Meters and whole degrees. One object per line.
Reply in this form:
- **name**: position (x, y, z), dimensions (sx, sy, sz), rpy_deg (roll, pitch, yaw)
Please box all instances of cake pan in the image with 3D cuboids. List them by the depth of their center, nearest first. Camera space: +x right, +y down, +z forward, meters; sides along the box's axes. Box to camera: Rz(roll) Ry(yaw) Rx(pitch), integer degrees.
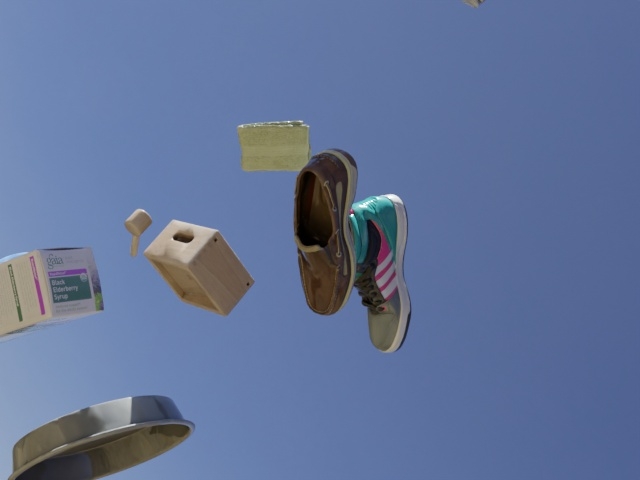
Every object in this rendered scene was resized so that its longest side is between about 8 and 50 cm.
- **cake pan**: position (-0.340, 0.312, 1.510), dimensions (0.293, 0.293, 0.054), rpy_deg (120, -46, -60)

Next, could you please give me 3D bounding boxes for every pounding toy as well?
- **pounding toy**: position (-0.235, 0.010, 1.634), dimensions (0.181, 0.094, 0.206), rpy_deg (13, -35, 45)

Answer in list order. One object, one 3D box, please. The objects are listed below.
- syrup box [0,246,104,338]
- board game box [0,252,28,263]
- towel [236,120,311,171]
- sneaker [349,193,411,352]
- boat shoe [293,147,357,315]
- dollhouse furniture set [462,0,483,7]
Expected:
- **syrup box**: position (-0.415, 0.081, 1.346), dimensions (0.236, 0.093, 0.096), rpy_deg (-16, -96, 34)
- **board game box**: position (-0.619, 0.096, 2.009), dimensions (0.169, 0.133, 0.033), rpy_deg (48, -25, 39)
- **towel**: position (-0.092, -0.187, 1.968), dimensions (0.148, 0.027, 0.110), rpy_deg (0, -60, 8)
- **sneaker**: position (0.070, 0.067, 1.789), dimensions (0.123, 0.178, 0.296), rpy_deg (4, -83, 56)
- **boat shoe**: position (-0.007, -0.002, 1.417), dimensions (0.095, 0.095, 0.258), rpy_deg (12, -65, 29)
- **dollhouse furniture set**: position (0.163, -0.408, 1.551), dimensions (0.303, 0.286, 0.198), rpy_deg (37, -35, 12)
